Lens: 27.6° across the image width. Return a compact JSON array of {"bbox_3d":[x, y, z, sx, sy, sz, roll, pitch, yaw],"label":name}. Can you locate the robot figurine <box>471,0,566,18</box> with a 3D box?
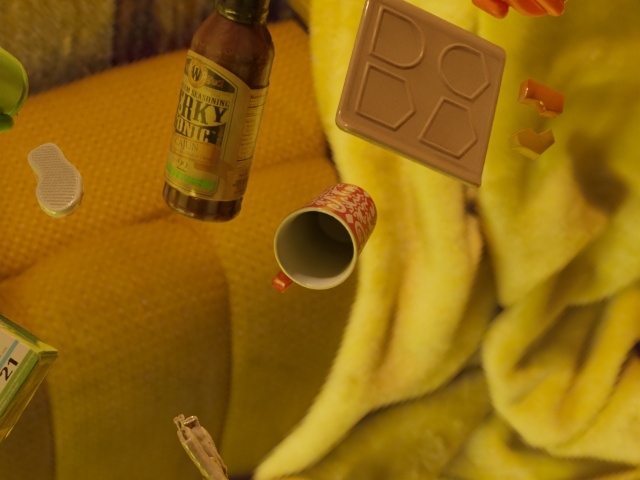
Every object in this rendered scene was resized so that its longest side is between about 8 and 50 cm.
[{"bbox_3d":[0.304,-0.417,1.949,0.128,0.219,0.158,-9,126,-23],"label":"robot figurine"}]

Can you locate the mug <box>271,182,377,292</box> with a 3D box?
[{"bbox_3d":[-0.001,-0.010,1.779,0.150,0.113,0.169,-16,-167,21],"label":"mug"}]

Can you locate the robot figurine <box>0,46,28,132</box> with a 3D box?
[{"bbox_3d":[-0.293,-0.138,1.111,0.067,0.101,0.115,-27,166,8],"label":"robot figurine"}]

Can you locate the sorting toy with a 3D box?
[{"bbox_3d":[0.171,-0.178,1.686,0.307,0.229,0.041,22,152,-19],"label":"sorting toy"}]

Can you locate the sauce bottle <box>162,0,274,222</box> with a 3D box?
[{"bbox_3d":[-0.120,-0.196,1.630,0.111,0.111,0.344,-9,120,-43],"label":"sauce bottle"}]

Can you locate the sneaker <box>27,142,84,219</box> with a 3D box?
[{"bbox_3d":[-0.273,-0.045,1.384,0.051,0.134,0.070,-23,126,-9],"label":"sneaker"}]

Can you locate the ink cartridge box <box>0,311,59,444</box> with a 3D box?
[{"bbox_3d":[-0.473,0.143,1.547,0.189,0.255,0.097,-57,176,-1],"label":"ink cartridge box"}]

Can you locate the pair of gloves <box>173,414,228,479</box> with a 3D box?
[{"bbox_3d":[-0.144,0.342,1.870,0.042,0.204,0.240,-30,-176,-8],"label":"pair of gloves"}]
